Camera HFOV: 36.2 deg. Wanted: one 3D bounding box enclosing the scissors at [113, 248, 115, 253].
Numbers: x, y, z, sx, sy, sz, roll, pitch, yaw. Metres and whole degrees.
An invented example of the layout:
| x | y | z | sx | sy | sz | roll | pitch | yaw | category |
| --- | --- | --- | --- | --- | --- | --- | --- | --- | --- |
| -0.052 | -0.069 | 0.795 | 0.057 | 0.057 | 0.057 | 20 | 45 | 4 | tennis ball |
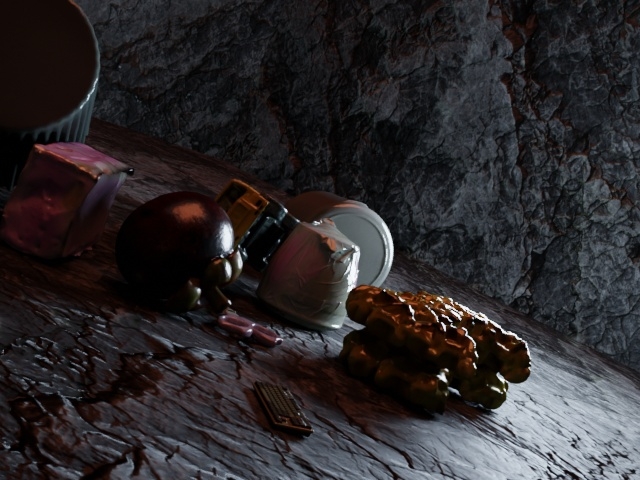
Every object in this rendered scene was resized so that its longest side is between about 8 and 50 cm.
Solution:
| x | y | z | sx | sy | sz | roll | pitch | yaw | category |
| --- | --- | --- | --- | --- | --- | --- | --- | --- | --- |
| -0.309 | 0.032 | 1.647 | 0.083 | 0.006 | 0.036 | 22 | 5 | -4 | scissors |

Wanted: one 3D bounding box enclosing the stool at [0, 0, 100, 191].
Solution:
| x | y | z | sx | sy | sz | roll | pitch | yaw | category |
| --- | --- | --- | --- | --- | --- | --- | --- | --- | --- |
| -0.506 | -0.255 | 1.604 | 0.297 | 0.297 | 0.330 | 21 | -14 | -16 | stool |

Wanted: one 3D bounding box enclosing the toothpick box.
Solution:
| x | y | z | sx | sy | sz | roll | pitch | yaw | category |
| --- | --- | --- | --- | --- | --- | --- | --- | --- | --- |
| 0.000 | 0.000 | 2.092 | 0.229 | 0.229 | 0.316 | 21 | 4 | -18 | toothpick box |

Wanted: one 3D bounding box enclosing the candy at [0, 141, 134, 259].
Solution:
| x | y | z | sx | sy | sz | roll | pitch | yaw | category |
| --- | --- | --- | --- | --- | --- | --- | --- | --- | --- |
| -0.386 | -0.063 | 1.504 | 0.116 | 0.155 | 0.265 | 27 | 6 | -4 | candy |

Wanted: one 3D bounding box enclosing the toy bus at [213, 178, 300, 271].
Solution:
| x | y | z | sx | sy | sz | roll | pitch | yaw | category |
| --- | --- | --- | --- | --- | --- | --- | --- | --- | --- |
| -0.123 | -0.030 | 1.693 | 0.123 | 0.121 | 0.335 | 39 | 0 | 7 | toy bus |

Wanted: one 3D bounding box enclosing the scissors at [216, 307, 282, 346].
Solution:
| x | y | z | sx | sy | sz | roll | pitch | yaw | category |
| --- | --- | --- | --- | --- | --- | --- | --- | --- | --- |
| -0.136 | 0.114 | 1.510 | 0.110 | 0.021 | 0.212 | 21 | 7 | -31 | scissors |

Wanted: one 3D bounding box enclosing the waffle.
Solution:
| x | y | z | sx | sy | sz | roll | pitch | yaw | category |
| --- | --- | --- | --- | --- | --- | --- | --- | --- | --- |
| 0.181 | 0.174 | 1.575 | 0.261 | 0.151 | 0.324 | 31 | 9 | 34 | waffle |

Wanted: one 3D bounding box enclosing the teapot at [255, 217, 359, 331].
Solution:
| x | y | z | sx | sy | sz | roll | pitch | yaw | category |
| --- | --- | --- | --- | --- | --- | --- | --- | --- | --- |
| 0.000 | 0.056 | 1.741 | 0.163 | 0.178 | 0.221 | 26 | 6 | 18 | teapot |

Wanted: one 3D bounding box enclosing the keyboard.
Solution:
| x | y | z | sx | sy | sz | roll | pitch | yaw | category |
| --- | --- | --- | --- | --- | --- | --- | --- | --- | --- |
| -0.046 | 0.196 | 1.158 | 0.049 | 0.015 | 0.129 | 20 | 7 | -18 | keyboard |

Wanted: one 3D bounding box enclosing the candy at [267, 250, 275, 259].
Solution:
| x | y | z | sx | sy | sz | roll | pitch | yaw | category |
| --- | --- | --- | --- | --- | --- | --- | --- | --- | --- |
| -0.088 | 0.030 | 2.239 | 0.182 | 0.046 | 0.053 | 19 | 5 | -12 | candy |

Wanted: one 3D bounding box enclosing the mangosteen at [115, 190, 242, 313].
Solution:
| x | y | z | sx | sy | sz | roll | pitch | yaw | category |
| --- | --- | --- | --- | --- | --- | --- | --- | --- | --- |
| -0.202 | 0.024 | 1.440 | 0.200 | 0.199 | 0.200 | 22 | 6 | -3 | mangosteen |
